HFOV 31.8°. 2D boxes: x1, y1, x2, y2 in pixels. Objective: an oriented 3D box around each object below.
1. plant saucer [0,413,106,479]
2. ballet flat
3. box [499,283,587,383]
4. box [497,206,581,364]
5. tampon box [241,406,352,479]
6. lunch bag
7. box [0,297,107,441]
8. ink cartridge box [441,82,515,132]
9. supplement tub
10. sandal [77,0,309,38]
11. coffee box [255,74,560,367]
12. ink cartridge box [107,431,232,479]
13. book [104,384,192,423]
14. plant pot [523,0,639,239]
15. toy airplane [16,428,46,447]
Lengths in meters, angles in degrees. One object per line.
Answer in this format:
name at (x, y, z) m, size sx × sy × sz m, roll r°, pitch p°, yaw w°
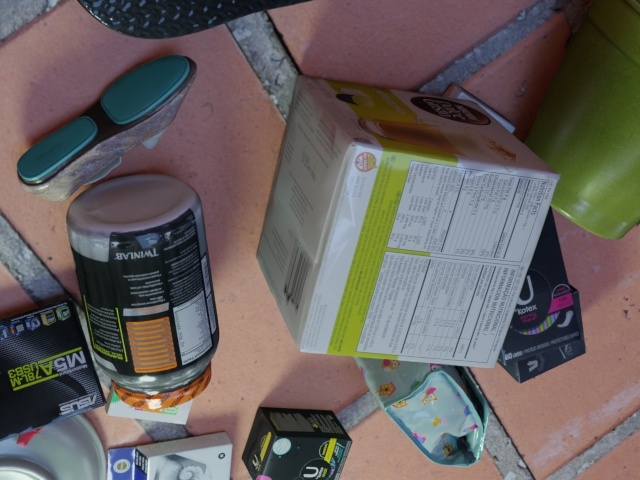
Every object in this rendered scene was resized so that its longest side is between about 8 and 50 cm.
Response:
plant saucer at (-0.550, 0.436, 1.884) m, size 0.401 × 0.100 × 0.400 m, roll -11°, pitch 119°, yaw -20°
ballet flat at (-0.309, -0.164, 1.691) m, size 0.316 × 0.107 × 0.106 m, roll -32°, pitch 144°, yaw 0°
box at (0.421, 0.169, 2.184) m, size 0.158 × 0.093 × 0.156 m, roll -23°, pitch 122°, yaw -13°
box at (0.337, 0.066, 2.006) m, size 0.165 × 0.143 × 0.270 m, roll -17°, pitch 97°, yaw -16°
tampon box at (-0.045, 0.389, 2.084) m, size 0.161 × 0.101 × 0.120 m, roll 7°, pitch 112°, yaw -27°
lunch bag at (0.195, 0.274, 2.059) m, size 0.160 × 0.223 × 0.262 m, roll -38°, pitch 126°, yaw 6°
box at (-0.459, 0.206, 1.787) m, size 0.191 × 0.045 × 0.184 m, roll -17°, pitch 88°, yaw -15°
ink cartridge box at (0.233, -0.167, 1.963) m, size 0.145 × 0.045 × 0.179 m, roll 28°, pitch 112°, yaw -33°
supplement tub at (-0.270, 0.083, 1.759) m, size 0.207 × 0.207 × 0.337 m, roll -14°, pitch 121°, yaw -17°
sandal at (-0.168, -0.393, 1.633) m, size 0.446 × 0.107 × 0.167 m, roll -13°, pitch 120°, yaw -32°
coffee box at (0.120, -0.035, 1.767) m, size 0.335 × 0.337 × 0.338 m, roll 6°, pitch 113°, yaw -18°
ink cartridge box at (-0.277, 0.465, 2.054) m, size 0.224 × 0.045 × 0.223 m, roll -5°, pitch 118°, yaw -21°
book at (-0.293, 0.264, 1.953) m, size 0.144 × 0.035 × 0.096 m, roll 11°, pitch 107°, yaw -27°
plant pot at (0.526, -0.204, 1.912) m, size 0.367 × 0.366 × 0.353 m, roll 21°, pitch 118°, yaw -31°
toy airplane at (-0.497, 0.270, 1.815) m, size 0.151 × 0.028 × 0.151 m, roll 5°, pitch 74°, yaw -17°
